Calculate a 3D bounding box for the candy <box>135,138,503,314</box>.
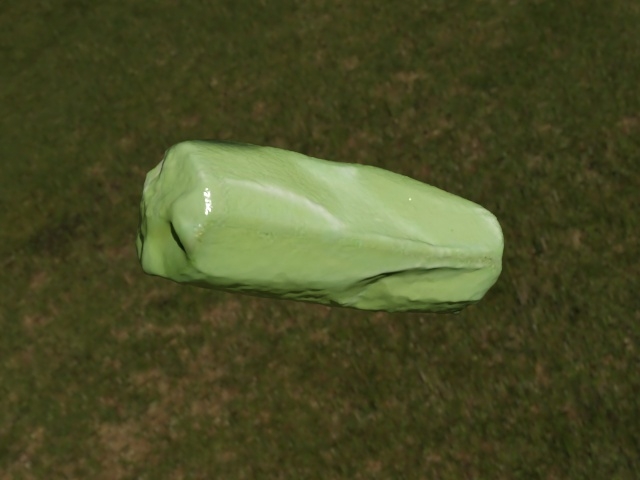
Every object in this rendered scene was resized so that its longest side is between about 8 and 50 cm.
[{"bbox_3d":[0.000,0.000,1.100,0.344,0.142,0.132,8,24,-29],"label":"candy"}]
